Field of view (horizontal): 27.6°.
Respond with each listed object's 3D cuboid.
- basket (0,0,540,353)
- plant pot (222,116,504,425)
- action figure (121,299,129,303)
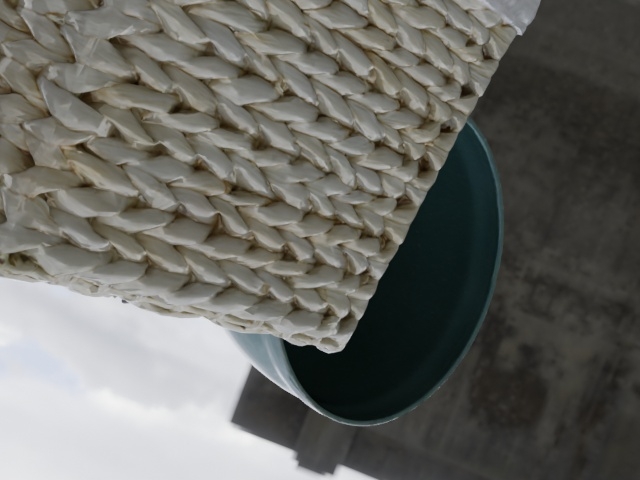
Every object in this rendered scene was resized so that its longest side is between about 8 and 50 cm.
[{"bbox_3d":[-0.115,-0.128,0.746,0.328,0.266,0.331,28,-176,34],"label":"basket"},{"bbox_3d":[0.000,0.000,1.187,0.196,0.293,0.293,16,-178,42],"label":"plant pot"},{"bbox_3d":[-0.254,-0.070,1.476,0.099,0.185,0.285,-19,-119,-25],"label":"action figure"}]
